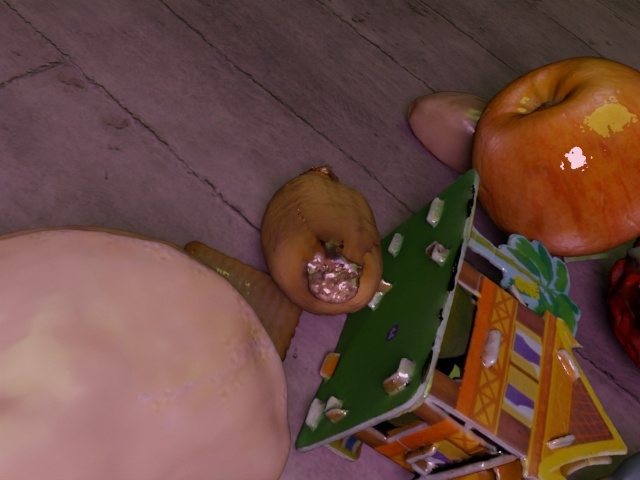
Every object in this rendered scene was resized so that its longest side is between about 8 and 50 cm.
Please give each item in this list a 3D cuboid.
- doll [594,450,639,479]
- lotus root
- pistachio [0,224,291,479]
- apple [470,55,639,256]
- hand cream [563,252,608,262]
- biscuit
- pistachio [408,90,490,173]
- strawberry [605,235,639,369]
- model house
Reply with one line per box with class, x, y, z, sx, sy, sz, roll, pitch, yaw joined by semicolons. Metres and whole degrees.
doll;0.295;0.340;0.664;0.260;0.162;0.177;-27;55;-11
lotus root;0.002;0.003;0.817;0.146;0.131;0.303;21;23;-16
pistachio;-0.230;0.181;0.521;0.445;0.281;0.366;-29;100;-23
apple;0.347;-0.118;0.919;0.233;0.285;0.286;54;39;-35
hand cream;0.403;-0.043;1.089;0.095;0.046;0.175;-3;58;-27
biscuit;-0.127;0.127;0.763;0.172;0.029;0.255;25;50;-3
pistachio;0.233;-0.183;1.094;0.185;0.126;0.108;32;10;5
strawberry;0.544;0.087;0.918;0.291;0.310;0.292;-4;69;11
model house;0.189;0.145;0.794;0.312;0.242;0.358;36;47;-15
